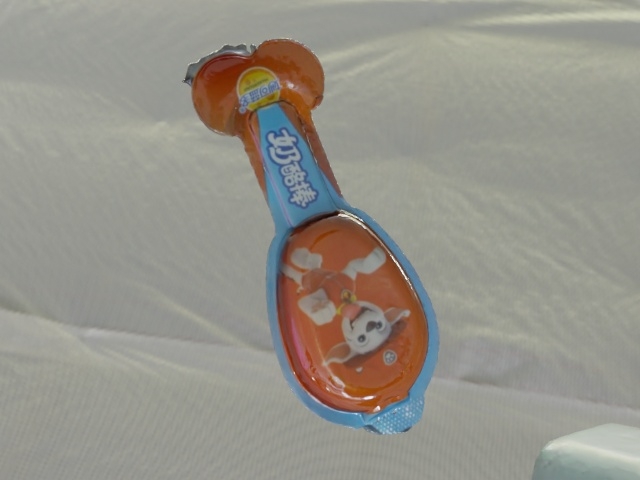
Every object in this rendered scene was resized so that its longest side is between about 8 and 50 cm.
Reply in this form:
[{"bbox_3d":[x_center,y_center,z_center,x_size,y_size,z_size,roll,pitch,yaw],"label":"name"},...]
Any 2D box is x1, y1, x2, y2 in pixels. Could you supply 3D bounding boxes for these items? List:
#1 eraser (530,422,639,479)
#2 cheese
[{"bbox_3d":[0.204,0.184,0.356,0.104,0.189,0.290,-10,-172,-35],"label":"eraser"},{"bbox_3d":[0.000,0.000,0.605,0.106,0.037,0.256,-24,-85,-22],"label":"cheese"}]
